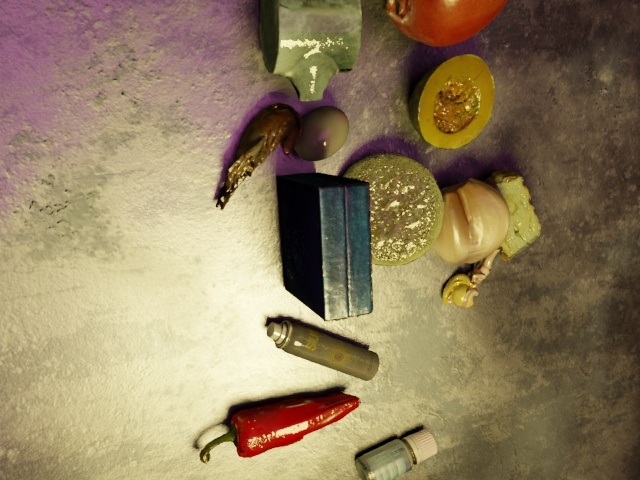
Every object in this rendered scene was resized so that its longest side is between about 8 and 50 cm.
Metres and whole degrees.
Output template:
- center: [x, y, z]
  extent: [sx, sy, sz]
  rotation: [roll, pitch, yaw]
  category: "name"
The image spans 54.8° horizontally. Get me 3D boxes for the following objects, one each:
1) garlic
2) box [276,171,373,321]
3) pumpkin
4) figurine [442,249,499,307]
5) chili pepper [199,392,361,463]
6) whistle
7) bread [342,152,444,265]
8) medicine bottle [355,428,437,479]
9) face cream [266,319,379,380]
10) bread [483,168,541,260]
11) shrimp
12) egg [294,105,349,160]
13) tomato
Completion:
- center: [0.345, -0.031, 1.469]
  extent: [0.217, 0.110, 0.228]
  rotation: [-18, 117, 9]
  category: "garlic"
- center: [0.000, 0.000, 1.272]
  extent: [0.116, 0.279, 0.262]
  rotation: [-8, 102, -18]
  category: "box"
- center: [0.287, -0.320, 1.429]
  extent: [0.217, 0.110, 0.217]
  rotation: [-11, 112, -29]
  category: "pumpkin"
- center: [0.379, 0.092, 1.553]
  extent: [0.083, 0.083, 0.187]
  rotation: [33, 93, -23]
  category: "figurine"
- center: [-0.087, 0.418, 1.408]
  extent: [0.387, 0.110, 0.110]
  rotation: [-10, 103, -21]
  category: "chili pepper"
- center: [-0.037, -0.492, 1.250]
  extent: [0.168, 0.188, 0.405]
  rotation: [-5, 68, -15]
  category: "whistle"
- center: [0.155, -0.066, 1.401]
  extent: [0.266, 0.040, 0.267]
  rotation: [0, 99, 1]
  category: "bread"
- center: [0.193, 0.544, 1.551]
  extent: [0.203, 0.083, 0.084]
  rotation: [-21, 106, -16]
  category: "medicine bottle"
- center: [0.006, 0.252, 1.431]
  extent: [0.283, 0.073, 0.073]
  rotation: [24, 90, -23]
  category: "face cream"
- center: [0.470, -0.070, 1.551]
  extent: [0.128, 0.088, 0.232]
  rotation: [-28, 115, -4]
  category: "bread"
- center: [-0.133, -0.172, 1.279]
  extent: [0.066, 0.117, 0.262]
  rotation: [31, 86, -56]
  category: "shrimp"
- center: [0.002, -0.229, 1.325]
  extent: [0.135, 0.103, 0.103]
  rotation: [-44, 112, -8]
  category: "egg"
- center: [0.249, -0.574, 1.242]
  extent: [0.272, 0.341, 0.341]
  rotation: [-26, 108, -9]
  category: "tomato"
